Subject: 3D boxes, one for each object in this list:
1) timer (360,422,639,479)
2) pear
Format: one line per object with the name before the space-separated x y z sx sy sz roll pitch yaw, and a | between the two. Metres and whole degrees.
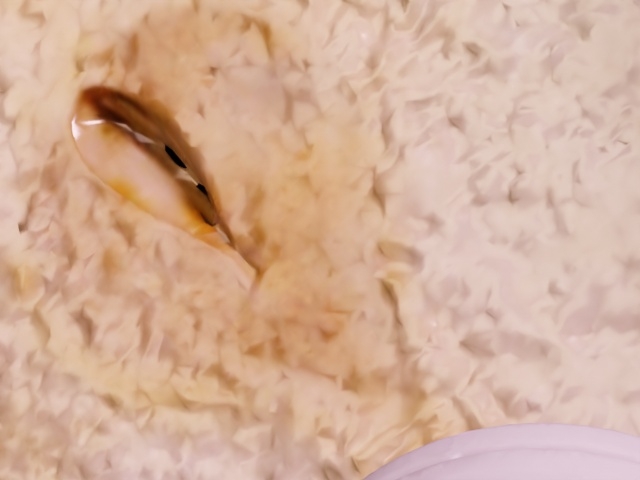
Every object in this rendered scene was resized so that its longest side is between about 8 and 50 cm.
timer | 0.049 0.186 0.422 0.262 0.237 0.087 -45 2 18
pear | 0.000 0.000 0.612 0.340 0.191 0.386 -45 66 12
